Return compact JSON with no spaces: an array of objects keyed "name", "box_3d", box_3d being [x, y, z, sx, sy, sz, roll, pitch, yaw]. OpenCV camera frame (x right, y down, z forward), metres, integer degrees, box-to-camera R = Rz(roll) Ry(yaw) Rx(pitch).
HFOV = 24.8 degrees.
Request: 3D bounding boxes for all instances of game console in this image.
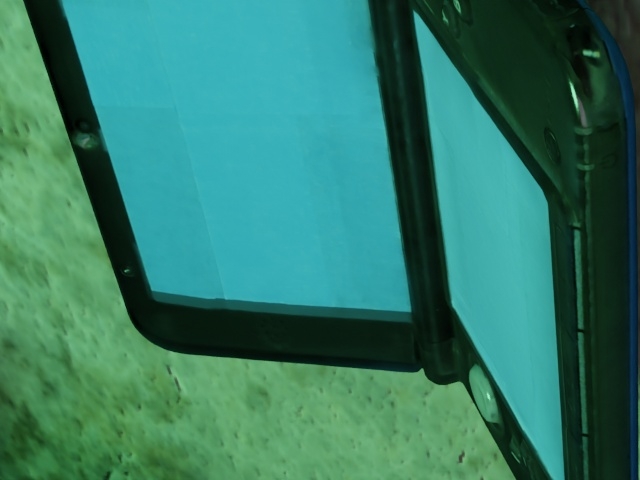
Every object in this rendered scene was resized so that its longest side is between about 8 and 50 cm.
[{"name":"game console","box_3d":[0.000,0.000,0.594,0.173,0.250,0.293,-18,132,-7]}]
